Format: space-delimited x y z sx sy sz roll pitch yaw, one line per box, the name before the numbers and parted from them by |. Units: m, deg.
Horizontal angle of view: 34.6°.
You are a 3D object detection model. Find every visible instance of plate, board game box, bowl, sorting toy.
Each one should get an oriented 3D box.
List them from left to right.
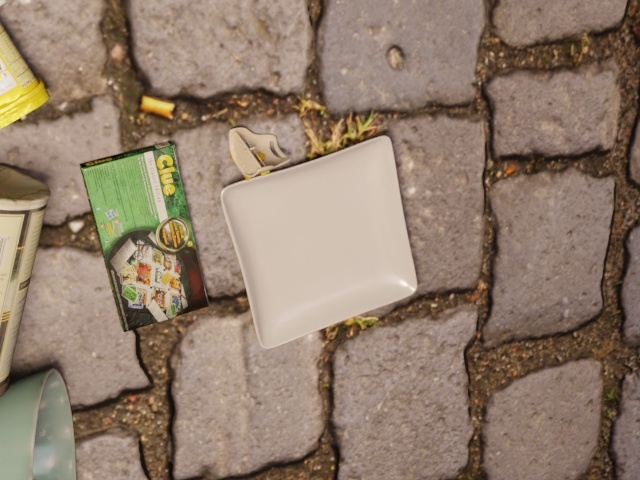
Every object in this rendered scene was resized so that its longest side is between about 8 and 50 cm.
bowl | -0.440 0.333 1.402 0.163 0.311 0.311 -2 110 -3
board game box | -0.251 -0.004 1.487 0.136 0.030 0.259 -15 113 -14
sorting toy | -0.085 -0.126 1.493 0.075 0.083 0.045 -18 151 -32
plate | 0.000 0.000 1.581 0.277 0.045 0.278 -20 114 -15

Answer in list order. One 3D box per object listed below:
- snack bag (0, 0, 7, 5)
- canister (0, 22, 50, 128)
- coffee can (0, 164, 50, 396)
snack bag | -0.593 -0.340 1.178 0.343 0.037 0.323 -28 109 -1
canister | -0.443 -0.226 1.304 0.126 0.073 0.170 -32 116 -7
coffee can | -0.474 0.046 1.316 0.202 0.201 0.275 10 104 -25
